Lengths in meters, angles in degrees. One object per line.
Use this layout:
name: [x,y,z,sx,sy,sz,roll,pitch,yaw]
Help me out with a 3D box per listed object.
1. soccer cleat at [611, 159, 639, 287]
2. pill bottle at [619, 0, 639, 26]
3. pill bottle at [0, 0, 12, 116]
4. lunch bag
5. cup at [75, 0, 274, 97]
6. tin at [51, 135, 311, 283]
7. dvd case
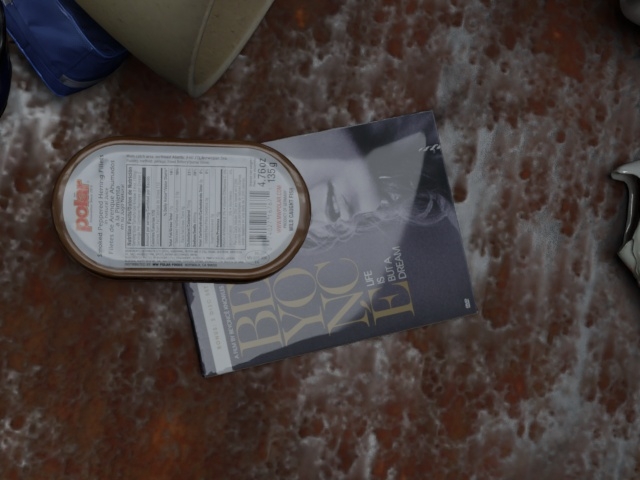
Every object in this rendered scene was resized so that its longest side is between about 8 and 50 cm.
soccer cleat: [0.276,0.029,1.001,0.076,0.068,0.196,-5,80,-8]
pill bottle: [0.377,-0.183,0.999,0.245,0.136,0.136,26,81,-10]
pill bottle: [-0.262,-0.127,0.805,0.122,0.219,0.123,1,85,-13]
lunch bag: [-0.185,-0.157,0.899,0.098,0.065,0.067,55,33,-2]
cup: [-0.105,-0.295,0.815,0.237,0.331,0.331,29,80,-1]
tin: [-0.100,-0.023,0.914,0.189,0.040,0.106,1,82,-9]
dvd case: [0.000,0.000,0.960,0.221,0.018,0.165,-12,88,-13]
